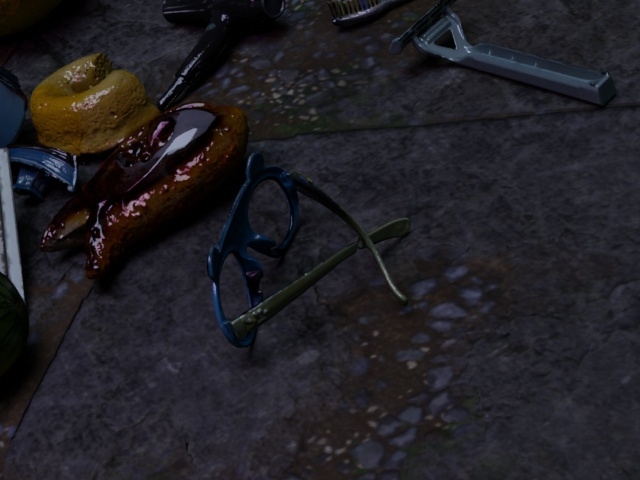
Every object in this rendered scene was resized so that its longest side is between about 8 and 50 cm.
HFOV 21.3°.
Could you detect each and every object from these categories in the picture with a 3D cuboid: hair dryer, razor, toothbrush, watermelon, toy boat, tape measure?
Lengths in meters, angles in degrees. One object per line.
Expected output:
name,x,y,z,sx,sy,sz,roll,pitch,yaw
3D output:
hair dryer,-0.161,-0.245,2.151,0.195,0.075,0.219,1,49,42
razor,0.214,-0.203,1.916,0.278,0.056,0.111,28,60,37
toothbrush,0.200,-0.360,2.123,0.413,0.042,0.035,-24,36,-6
watermelon,-0.396,0.100,1.765,0.187,0.141,0.141,-22,37,6
toy boat,-0.339,-0.079,2.028,0.137,0.060,0.061,10,72,34
tape measure,-0.425,-0.144,2.115,0.146,0.081,0.125,-33,39,30

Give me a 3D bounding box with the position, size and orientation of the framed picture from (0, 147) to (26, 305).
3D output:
framed picture,-0.483,0.021,1.920,0.296,0.019,0.232,-12,58,1

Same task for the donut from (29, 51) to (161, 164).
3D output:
donut,-0.292,-0.168,2.099,0.146,0.078,0.181,-30,35,-12

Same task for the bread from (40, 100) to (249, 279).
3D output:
bread,-0.191,-0.059,1.910,0.269,0.095,0.139,-47,40,-9

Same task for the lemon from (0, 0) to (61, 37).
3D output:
lemon,-0.449,-0.419,2.337,0.258,0.258,0.310,3,50,29

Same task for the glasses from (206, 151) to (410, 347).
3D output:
glasses,-0.005,0.026,1.729,0.207,0.102,0.239,19,45,5
